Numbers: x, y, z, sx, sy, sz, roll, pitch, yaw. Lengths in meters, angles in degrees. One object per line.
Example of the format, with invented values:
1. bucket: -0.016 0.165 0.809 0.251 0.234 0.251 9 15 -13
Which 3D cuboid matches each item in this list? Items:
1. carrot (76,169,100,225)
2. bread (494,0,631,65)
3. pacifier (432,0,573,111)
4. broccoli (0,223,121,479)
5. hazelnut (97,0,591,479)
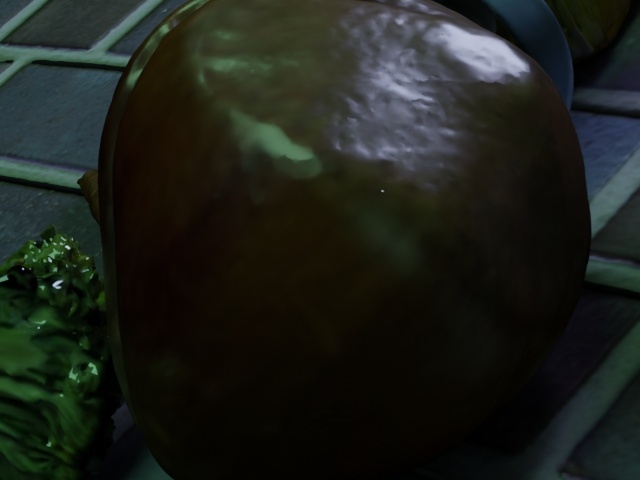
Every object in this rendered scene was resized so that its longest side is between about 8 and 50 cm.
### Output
1. carrot: -0.184 -0.033 1.730 0.057 0.057 0.224 -35 24 -7
2. bread: 0.123 -0.212 1.637 0.288 0.119 0.152 -1 37 41
3. pacifier: 0.055 -0.106 1.516 0.279 0.227 0.207 -38 -11 -13
4. broccoli: -0.271 0.082 1.438 0.242 0.273 0.180 -47 4 4
5. hazelnut: 0.000 0.000 1.235 0.372 0.315 0.372 -50 23 30
